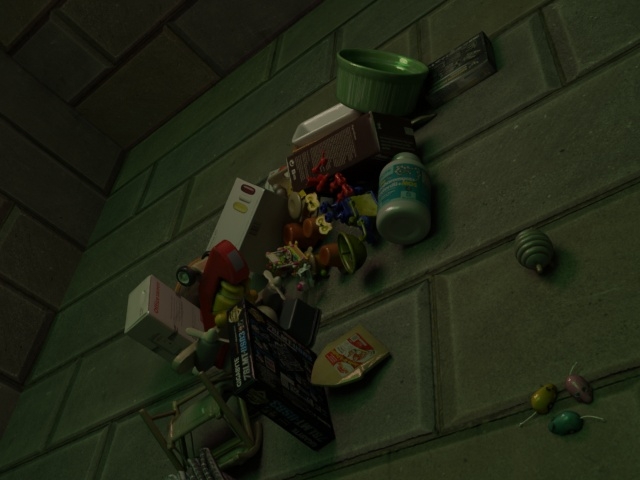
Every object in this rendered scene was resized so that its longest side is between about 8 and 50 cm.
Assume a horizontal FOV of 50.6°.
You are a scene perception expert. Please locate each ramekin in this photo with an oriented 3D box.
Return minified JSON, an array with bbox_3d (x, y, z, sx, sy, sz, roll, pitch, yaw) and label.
[{"bbox_3d":[0.190,-0.514,2.207,0.303,0.304,0.148,-116,31,-57],"label":"ramekin"}]

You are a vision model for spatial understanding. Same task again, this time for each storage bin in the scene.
[{"bbox_3d":[-0.070,0.232,1.911,0.098,0.091,0.135,-21,39,38],"label":"storage bin"}]

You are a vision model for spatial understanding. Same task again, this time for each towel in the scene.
[{"bbox_3d":[-0.193,0.610,1.506,0.121,0.235,0.284,-49,31,-7],"label":"towel"}]

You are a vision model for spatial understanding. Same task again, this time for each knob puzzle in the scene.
[{"bbox_3d":[0.062,0.307,1.692,0.213,0.030,0.213,-23,27,12],"label":"knob puzzle"}]

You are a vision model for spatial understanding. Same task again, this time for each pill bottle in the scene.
[{"bbox_3d":[0.232,-0.126,1.876,0.146,0.146,0.264,-27,37,31],"label":"pill bottle"}]

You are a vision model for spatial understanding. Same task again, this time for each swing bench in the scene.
[{"bbox_3d":[-0.308,0.506,1.805,0.253,0.165,0.254,-33,73,22],"label":"swing bench"}]

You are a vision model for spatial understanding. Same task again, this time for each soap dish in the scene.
[{"bbox_3d":[0.052,-0.380,2.336,0.291,0.118,0.229,-23,22,17],"label":"soap dish"}]

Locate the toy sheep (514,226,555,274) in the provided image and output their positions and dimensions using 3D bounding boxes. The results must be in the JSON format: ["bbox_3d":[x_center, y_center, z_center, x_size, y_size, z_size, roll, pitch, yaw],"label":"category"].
[{"bbox_3d":[0.466,0.024,1.472,0.091,0.091,0.132,-35,33,21],"label":"toy sheep"}]

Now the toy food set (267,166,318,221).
[{"bbox_3d":[-0.117,-0.145,2.370,0.220,0.092,0.306,-27,43,32],"label":"toy food set"}]

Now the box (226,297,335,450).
[{"bbox_3d":[-0.100,0.321,1.650,0.073,0.295,0.293,-38,33,13],"label":"box"}]

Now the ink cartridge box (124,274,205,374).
[{"bbox_3d":[-0.488,0.273,2.202,0.117,0.283,0.207,-39,32,15],"label":"ink cartridge box"}]

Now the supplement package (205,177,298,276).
[{"bbox_3d":[-0.209,-0.039,2.187,0.145,0.204,0.261,25,93,41],"label":"supplement package"}]

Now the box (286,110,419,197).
[{"bbox_3d":[0.093,-0.256,2.103,0.381,0.191,0.143,-25,72,43],"label":"box"}]

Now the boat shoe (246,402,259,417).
[{"bbox_3d":[-0.152,0.397,1.855,0.206,0.065,0.075,-46,31,4],"label":"boat shoe"}]

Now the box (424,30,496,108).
[{"bbox_3d":[0.442,-0.547,2.170,0.231,0.056,0.183,-29,36,30],"label":"box"}]

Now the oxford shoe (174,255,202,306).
[{"bbox_3d":[-0.382,0.120,2.400,0.363,0.130,0.133,-50,37,-2],"label":"oxford shoe"}]

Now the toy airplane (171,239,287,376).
[{"bbox_3d":[-0.246,0.235,1.935,0.273,0.384,0.386,10,70,26],"label":"toy airplane"}]

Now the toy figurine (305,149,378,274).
[{"bbox_3d":[0.126,-0.084,1.930,0.362,0.217,0.191,63,143,37],"label":"toy figurine"}]

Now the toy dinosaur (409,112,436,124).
[{"bbox_3d":[0.245,-0.336,2.183,0.268,0.064,0.118,-20,34,34],"label":"toy dinosaur"}]

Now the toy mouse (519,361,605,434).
[{"bbox_3d":[0.452,0.297,1.238,0.161,0.031,0.143,-54,31,-9],"label":"toy mouse"}]

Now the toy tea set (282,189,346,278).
[{"bbox_3d":[0.000,0.000,2.068,0.336,0.124,0.200,57,139,41],"label":"toy tea set"}]

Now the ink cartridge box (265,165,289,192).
[{"bbox_3d":[-0.160,-0.203,2.558,0.145,0.045,0.179,-17,40,42],"label":"ink cartridge box"}]

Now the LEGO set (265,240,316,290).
[{"bbox_3d":[-0.120,0.074,2.053,0.107,0.132,0.287,-12,10,-24],"label":"LEGO set"}]
